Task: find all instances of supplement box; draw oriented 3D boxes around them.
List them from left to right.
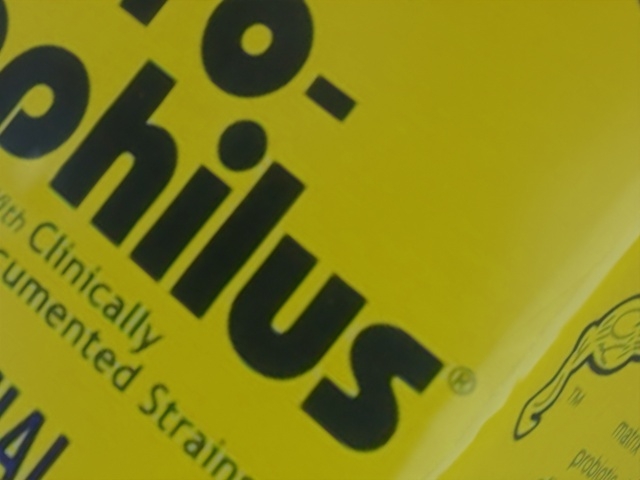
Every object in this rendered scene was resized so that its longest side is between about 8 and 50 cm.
[{"bbox_3d":[0.000,0.000,0.455,0.194,0.195,0.356,39,90,27],"label":"supplement box"}]
